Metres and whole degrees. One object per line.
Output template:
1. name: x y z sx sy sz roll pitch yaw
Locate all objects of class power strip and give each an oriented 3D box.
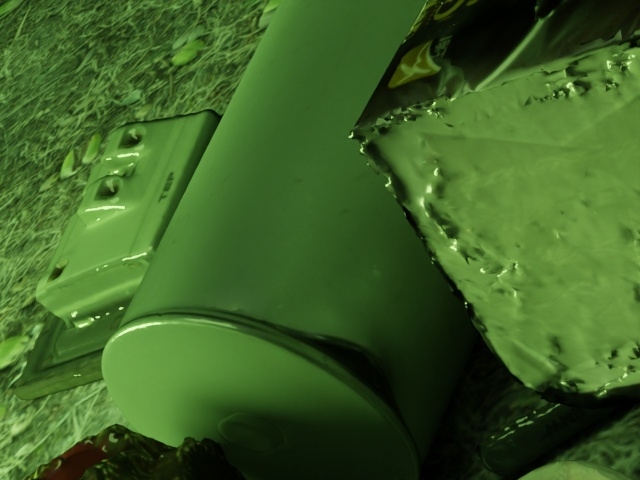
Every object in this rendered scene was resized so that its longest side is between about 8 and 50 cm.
1. power strip: -0.141 -0.010 1.446 0.251 0.092 0.257 -14 43 39

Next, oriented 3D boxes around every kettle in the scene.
1. kettle: -0.004 -0.010 1.124 0.265 0.205 0.318 0 50 32

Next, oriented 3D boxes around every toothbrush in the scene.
1. toothbrush: 0.206 0.045 0.956 0.297 0.030 0.030 -34 39 19

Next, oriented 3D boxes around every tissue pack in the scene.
1. tissue pack: 0.194 -0.114 0.901 0.210 0.198 0.370 -19 29 36

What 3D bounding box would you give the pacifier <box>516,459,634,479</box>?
1. pacifier: 0.023 0.206 0.783 0.332 0.273 0.220 -15 18 44

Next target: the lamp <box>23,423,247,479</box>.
1. lamp: -0.148 0.224 1.025 0.274 0.177 0.177 -39 27 11
